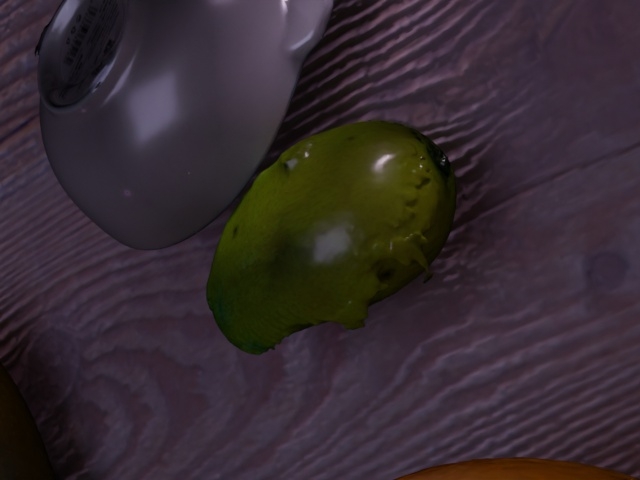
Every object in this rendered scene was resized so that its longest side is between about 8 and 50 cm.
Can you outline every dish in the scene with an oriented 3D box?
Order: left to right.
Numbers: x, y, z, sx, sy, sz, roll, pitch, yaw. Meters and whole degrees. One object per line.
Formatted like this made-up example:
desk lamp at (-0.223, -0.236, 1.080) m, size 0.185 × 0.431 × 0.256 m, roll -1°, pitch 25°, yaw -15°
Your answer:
dish at (-0.111, -0.113, 0.987) m, size 0.236 × 0.086 × 0.228 m, roll -45°, pitch 43°, yaw 25°

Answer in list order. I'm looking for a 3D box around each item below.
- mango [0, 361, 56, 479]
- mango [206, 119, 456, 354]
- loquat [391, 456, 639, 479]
mango at (-0.268, 0.184, 1.179) m, size 0.329 × 0.175 × 0.176 m, roll 54°, pitch 153°, yaw -2°
mango at (0.000, -0.001, 0.926) m, size 0.178 × 0.119 × 0.100 m, roll -36°, pitch 94°, yaw 39°
loquat at (0.094, 0.255, 0.752) m, size 0.328 × 0.328 × 0.328 m, roll 7°, pitch 101°, yaw 41°
